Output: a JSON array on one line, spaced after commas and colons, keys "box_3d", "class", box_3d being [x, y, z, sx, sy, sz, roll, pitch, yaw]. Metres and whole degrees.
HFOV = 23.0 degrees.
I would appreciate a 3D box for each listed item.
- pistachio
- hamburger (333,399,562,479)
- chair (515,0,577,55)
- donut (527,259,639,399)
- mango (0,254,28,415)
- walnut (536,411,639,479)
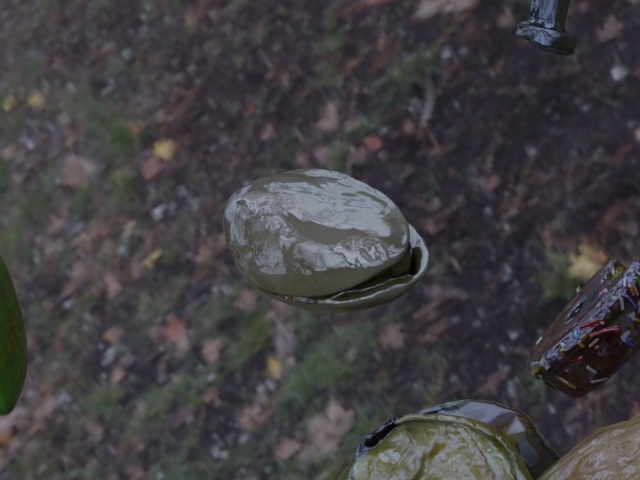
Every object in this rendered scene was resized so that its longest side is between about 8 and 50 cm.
[{"box_3d": [0.000, 0.000, 1.461, 0.226, 0.136, 0.136, 15, 56, 40], "class": "pistachio"}, {"box_3d": [0.127, 0.301, 1.565, 0.285, 0.134, 0.265, -38, 74, 7], "class": "hamburger"}, {"box_3d": [0.112, -0.340, 0.974, 0.364, 0.362, 0.410, 20, 102, 30], "class": "chair"}, {"box_3d": [0.374, 0.122, 2.102, 0.216, 0.096, 0.230, -49, 2, -11], "class": "donut"}, {"box_3d": [-0.499, 0.063, 2.021, 0.201, 0.382, 0.225, -38, 18, -26], "class": "mango"}, {"box_3d": [0.303, 0.297, 1.323, 0.344, 0.306, 0.306, -34, 29, 33], "class": "walnut"}]
